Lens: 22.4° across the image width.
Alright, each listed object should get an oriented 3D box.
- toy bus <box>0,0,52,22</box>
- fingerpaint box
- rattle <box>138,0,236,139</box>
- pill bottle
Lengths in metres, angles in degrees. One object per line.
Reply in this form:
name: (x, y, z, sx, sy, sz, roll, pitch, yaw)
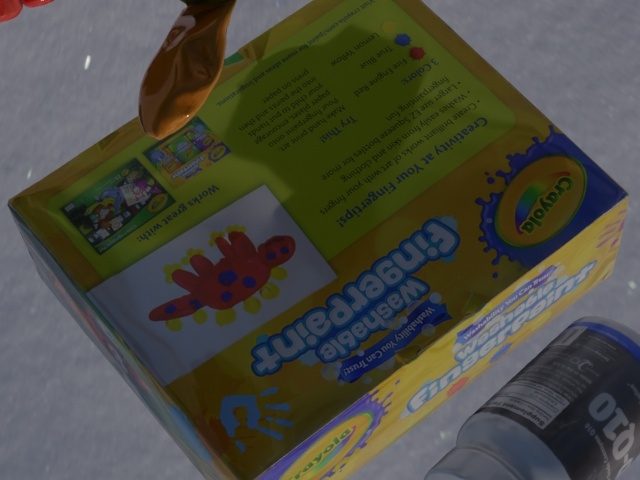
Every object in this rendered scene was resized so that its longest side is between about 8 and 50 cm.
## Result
toy bus: (-0.198, -0.247, 0.967, 0.149, 0.220, 0.211, 0, 118, 43)
fingerpaint box: (0.000, 0.000, 1.534, 0.445, 0.371, 0.163, -36, 155, -16)
rattle: (-0.096, -0.177, 0.840, 0.143, 0.130, 0.199, -44, 147, -15)
pill bottle: (0.122, 0.108, 0.861, 0.137, 0.078, 0.078, -38, 115, -31)
